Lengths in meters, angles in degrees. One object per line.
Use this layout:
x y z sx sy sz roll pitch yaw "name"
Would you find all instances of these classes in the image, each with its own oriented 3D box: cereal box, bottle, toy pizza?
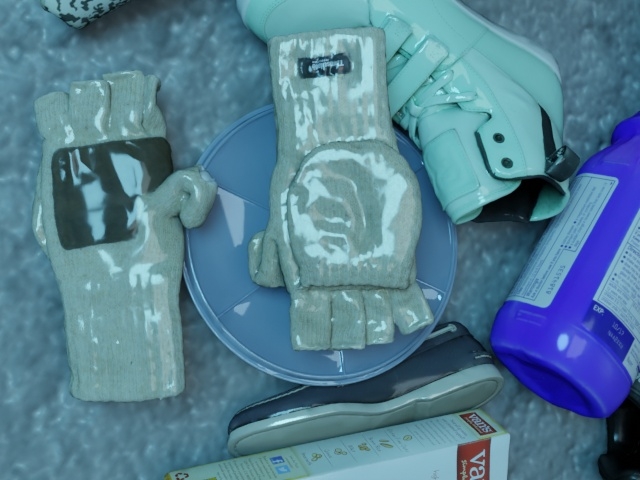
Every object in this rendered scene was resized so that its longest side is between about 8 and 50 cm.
0.016 0.221 0.605 0.240 0.047 0.172 -7 109 -19 "cereal box"
0.236 -0.009 0.662 0.118 0.092 0.282 44 71 -39 "bottle"
0.000 0.000 0.603 0.201 0.032 0.201 3 79 -17 "toy pizza"

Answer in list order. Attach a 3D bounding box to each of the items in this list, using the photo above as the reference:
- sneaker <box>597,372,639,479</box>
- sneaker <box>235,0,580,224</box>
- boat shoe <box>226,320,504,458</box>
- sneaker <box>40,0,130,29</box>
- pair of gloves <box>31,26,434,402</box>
0.304 0.100 0.696 0.135 0.098 0.276 23 86 -22 "sneaker"
0.065 -0.095 0.570 0.256 0.094 0.151 16 51 -22 "sneaker"
0.028 0.108 0.628 0.206 0.075 0.065 -12 54 -14 "boat shoe"
-0.199 -0.297 0.480 0.182 0.158 0.410 -35 99 3 "sneaker"
-0.059 -0.016 0.539 0.240 0.042 0.204 -12 89 2 "pair of gloves"
